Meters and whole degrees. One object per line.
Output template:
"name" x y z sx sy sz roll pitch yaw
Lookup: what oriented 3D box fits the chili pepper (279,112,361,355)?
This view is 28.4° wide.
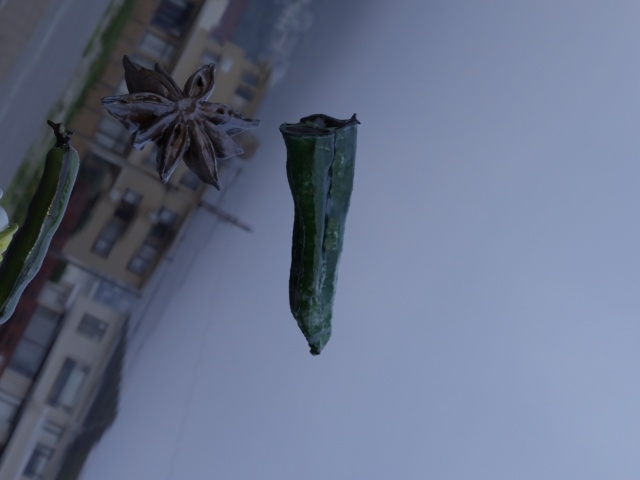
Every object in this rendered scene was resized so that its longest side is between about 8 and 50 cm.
"chili pepper" 0.000 0.000 1.148 0.088 0.059 0.226 -21 119 -47

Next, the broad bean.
"broad bean" -0.277 -0.002 1.192 0.069 0.039 0.226 37 -75 48

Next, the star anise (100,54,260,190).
"star anise" -0.171 -0.147 1.494 0.065 0.182 0.195 -40 -164 51

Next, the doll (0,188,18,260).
"doll" -0.442 -0.057 1.610 0.081 0.129 0.207 -39 132 -34
